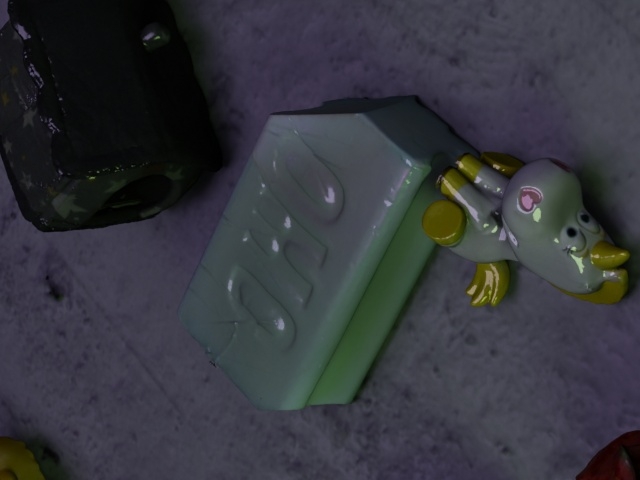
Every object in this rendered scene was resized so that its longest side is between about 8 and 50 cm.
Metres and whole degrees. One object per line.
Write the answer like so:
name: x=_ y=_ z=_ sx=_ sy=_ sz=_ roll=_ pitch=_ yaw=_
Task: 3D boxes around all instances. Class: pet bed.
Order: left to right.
pet bed: x=-0.199 y=-0.131 z=1.759 sx=0.159 sy=0.183 sz=0.211 roll=-38 pitch=66 yaw=46

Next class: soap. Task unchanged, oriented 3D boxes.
soap: x=0.000 y=0.000 z=1.632 sx=0.173 sy=0.095 sz=0.290 roll=46 pitch=123 yaw=31

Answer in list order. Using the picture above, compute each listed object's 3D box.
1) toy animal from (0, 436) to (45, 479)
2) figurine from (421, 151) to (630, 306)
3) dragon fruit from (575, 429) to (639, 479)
toy animal: x=-0.366 y=0.319 z=1.992 sx=0.156 sy=0.156 sz=0.230 roll=29 pitch=117 yaw=39
figurine: x=0.170 y=-0.007 z=1.481 sx=0.178 sy=0.109 sz=0.130 roll=3 pitch=122 yaw=44
dragon fruit: x=0.277 y=0.252 z=1.335 sx=0.233 sy=0.233 sz=0.293 roll=31 pitch=145 yaw=38
